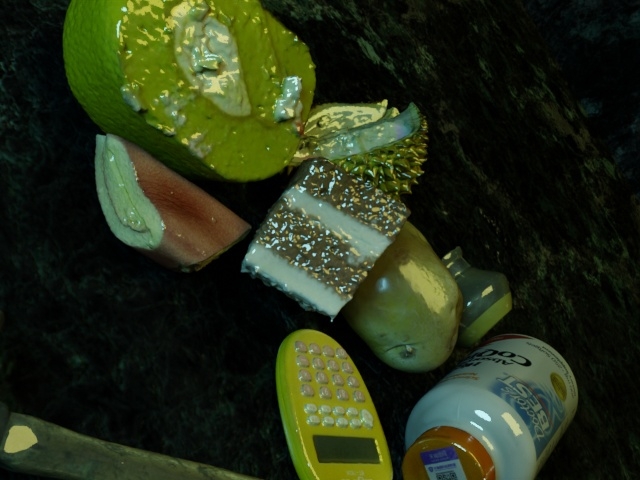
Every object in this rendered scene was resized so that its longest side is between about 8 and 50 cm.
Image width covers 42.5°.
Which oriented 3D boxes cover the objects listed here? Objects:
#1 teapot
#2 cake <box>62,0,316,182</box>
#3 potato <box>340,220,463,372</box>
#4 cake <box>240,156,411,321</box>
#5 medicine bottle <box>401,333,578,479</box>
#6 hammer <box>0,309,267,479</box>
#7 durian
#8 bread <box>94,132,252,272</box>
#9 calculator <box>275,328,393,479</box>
[{"bbox_3d":[0.198,0.083,1.165,0.119,0.130,0.165,48,-3,13],"label":"teapot"},{"bbox_3d":[-0.133,-0.167,0.838,0.260,0.156,0.179,33,69,-40],"label":"cake"},{"bbox_3d":[0.095,0.066,1.019,0.200,0.137,0.154,54,5,-6],"label":"potato"},{"bbox_3d":[0.000,0.000,0.890,0.135,0.147,0.135,29,-6,-6],"label":"cake"},{"bbox_3d":[0.202,0.225,0.996,0.289,0.157,0.157,-22,81,-58],"label":"medicine bottle"},{"bbox_3d":[-0.110,0.195,0.666,0.440,0.044,0.168,27,60,-37],"label":"hammer"},{"bbox_3d":[0.020,-0.094,1.058,0.238,0.137,0.193,0,35,-3],"label":"durian"},{"bbox_3d":[-0.151,-0.019,0.818,0.192,0.067,0.119,38,29,-30],"label":"bread"},{"bbox_3d":[0.015,0.203,0.885,0.146,0.032,0.234,17,49,-45],"label":"calculator"}]
